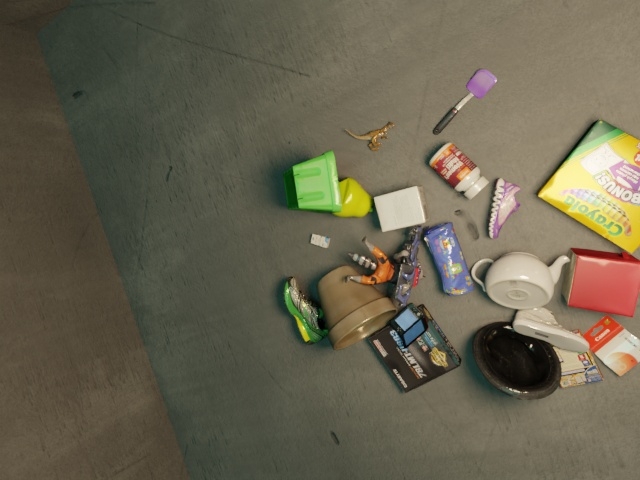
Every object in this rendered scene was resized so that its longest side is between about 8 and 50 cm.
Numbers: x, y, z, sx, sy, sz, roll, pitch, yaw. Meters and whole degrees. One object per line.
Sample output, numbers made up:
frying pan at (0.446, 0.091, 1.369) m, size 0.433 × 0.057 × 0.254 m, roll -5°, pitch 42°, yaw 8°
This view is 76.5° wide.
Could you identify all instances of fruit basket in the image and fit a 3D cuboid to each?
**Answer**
fruit basket at (0.047, -0.223, 1.737) m, size 0.391 × 0.392 × 0.283 m, roll -6°, pitch 96°, yaw 24°

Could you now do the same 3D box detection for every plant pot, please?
plant pot at (0.126, 0.276, 1.778) m, size 0.323 × 0.323 × 0.281 m, roll -43°, pitch 64°, yaw 22°

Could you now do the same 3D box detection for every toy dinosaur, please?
toy dinosaur at (0.222, -0.449, 1.756) m, size 0.211 × 0.064 × 0.113 m, roll -12°, pitch 74°, yaw 15°

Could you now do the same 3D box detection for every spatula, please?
spatula at (0.557, -0.538, 1.607) m, size 0.084 × 0.030 × 0.296 m, roll 48°, pitch 112°, yaw 11°

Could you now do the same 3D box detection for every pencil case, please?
pencil case at (0.521, 0.077, 1.659) m, size 0.133 × 0.119 × 0.307 m, roll -19°, pitch 89°, yaw -5°

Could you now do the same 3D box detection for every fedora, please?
fedora at (0.740, 0.481, 1.563) m, size 0.333 × 0.334 × 0.153 m, roll 10°, pitch 135°, yaw 21°

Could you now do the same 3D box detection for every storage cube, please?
storage cube at (0.988, 0.138, 1.437) m, size 0.193 × 0.183 × 0.215 m, roll 8°, pitch 101°, yaw 23°

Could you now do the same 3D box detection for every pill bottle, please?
pill bottle at (0.546, -0.271, 1.600) m, size 0.221 × 0.121 × 0.121 m, roll 47°, pitch 112°, yaw 11°

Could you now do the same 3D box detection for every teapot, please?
teapot at (0.749, 0.130, 1.541) m, size 0.255 × 0.187 × 0.253 m, roll 22°, pitch 147°, yaw 0°

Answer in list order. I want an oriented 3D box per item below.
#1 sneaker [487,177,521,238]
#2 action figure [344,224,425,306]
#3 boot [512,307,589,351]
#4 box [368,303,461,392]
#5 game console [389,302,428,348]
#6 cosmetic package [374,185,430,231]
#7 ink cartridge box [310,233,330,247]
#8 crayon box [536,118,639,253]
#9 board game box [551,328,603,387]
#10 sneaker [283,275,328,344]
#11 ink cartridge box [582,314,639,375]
sneaker at (0.713, -0.119, 1.571) m, size 0.104 × 0.095 × 0.237 m, roll 11°, pitch 101°, yaw 14°
action figure at (0.296, 0.082, 1.696) m, size 0.329 × 0.178 × 0.342 m, roll 20°, pitch 87°, yaw -18°
boot at (0.874, 0.319, 1.533) m, size 0.258 × 0.123 × 0.095 m, roll 19°, pitch 145°, yaw 24°
box at (0.412, 0.479, 1.792) m, size 0.293 × 0.073 × 0.296 m, roll -37°, pitch 82°, yaw 22°
game console at (0.370, 0.357, 1.711) m, size 0.124 × 0.085 × 0.144 m, roll 47°, pitch 110°, yaw 12°
cosmetic package at (0.342, -0.132, 1.690) m, size 0.183 × 0.151 × 0.152 m, roll -13°, pitch 91°, yaw 23°
ink cartridge box at (0.000, 0.000, 1.920) m, size 0.083 × 0.028 × 0.048 m, roll 17°, pitch 104°, yaw 20°
crayon box at (1.021, -0.189, 1.418) m, size 0.362 × 0.106 × 0.313 m, roll 37°, pitch 110°, yaw 14°
board game box at (0.960, 0.455, 1.557) m, size 0.146 × 0.045 × 0.194 m, roll -26°, pitch 87°, yaw 33°
sneaker at (-0.063, 0.322, 1.953) m, size 0.146 × 0.134 × 0.344 m, roll -26°, pitch 96°, yaw 17°
ink cartridge box at (1.091, 0.389, 1.505) m, size 0.179 × 0.045 × 0.145 m, roll 41°, pitch 110°, yaw 10°
